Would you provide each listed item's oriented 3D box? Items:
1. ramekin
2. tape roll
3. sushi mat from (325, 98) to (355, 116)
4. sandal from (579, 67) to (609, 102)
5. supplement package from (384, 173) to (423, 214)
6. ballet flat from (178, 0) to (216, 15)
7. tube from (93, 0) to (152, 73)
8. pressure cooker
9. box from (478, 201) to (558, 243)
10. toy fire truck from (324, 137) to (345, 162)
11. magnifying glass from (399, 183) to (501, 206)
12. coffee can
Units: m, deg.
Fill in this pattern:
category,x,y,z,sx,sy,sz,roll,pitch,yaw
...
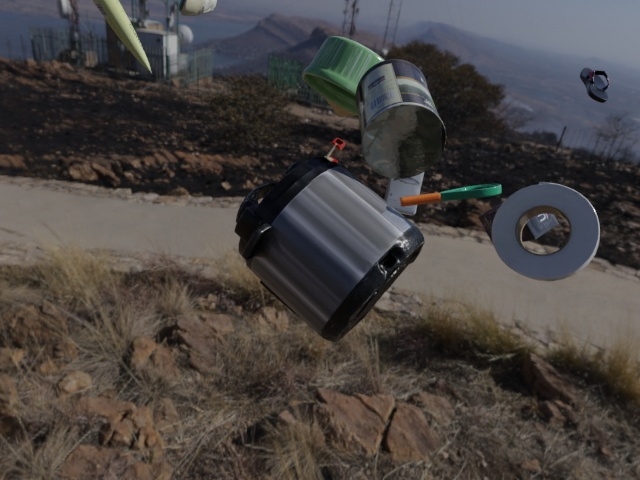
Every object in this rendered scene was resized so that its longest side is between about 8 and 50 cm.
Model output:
category,x,y,z,sx,sy,sz,roll,pitch,yaw
ramekin,0.104,-0.543,1.500,0.303,0.148,0.303,29,6,-3
tape roll,0.665,-0.023,1.329,0.286,0.286,0.100,28,7,33
sushi mat,0.120,-0.598,1.937,0.019,0.151,0.316,-48,27,-10
sandal,0.715,-0.409,1.152,0.067,0.040,0.179,22,44,2
supplement package,0.278,-0.182,1.499,0.105,0.179,0.105,11,4,4
ballet flat,-0.282,-0.597,1.075,0.086,0.086,0.248,4,46,-10
tube,-0.558,-0.600,1.280,0.062,0.240,0.070,1,55,17
pressure cooker,0.004,-0.005,1.146,0.420,0.370,0.375,41,78,12
box,0.837,-0.088,1.914,0.143,0.165,0.270,-30,1,-15
toy fire truck,0.036,-0.366,2.061,0.047,0.135,0.192,37,74,15
magnifying glass,0.300,-0.105,1.034,0.230,0.026,0.092,-10,11,2
coffee can,0.198,-0.319,1.163,0.201,0.202,0.275,6,42,-5
